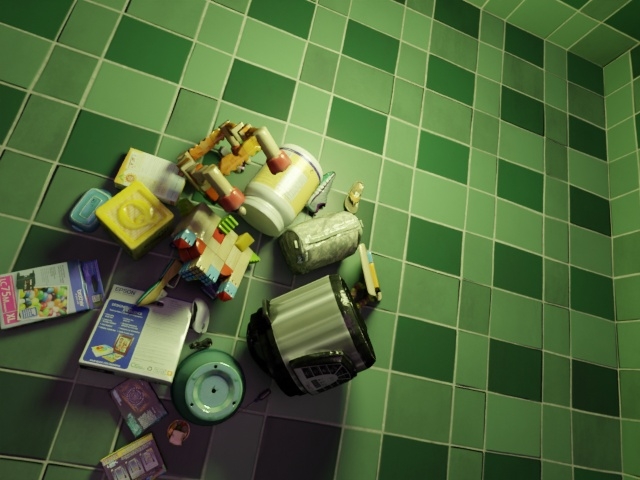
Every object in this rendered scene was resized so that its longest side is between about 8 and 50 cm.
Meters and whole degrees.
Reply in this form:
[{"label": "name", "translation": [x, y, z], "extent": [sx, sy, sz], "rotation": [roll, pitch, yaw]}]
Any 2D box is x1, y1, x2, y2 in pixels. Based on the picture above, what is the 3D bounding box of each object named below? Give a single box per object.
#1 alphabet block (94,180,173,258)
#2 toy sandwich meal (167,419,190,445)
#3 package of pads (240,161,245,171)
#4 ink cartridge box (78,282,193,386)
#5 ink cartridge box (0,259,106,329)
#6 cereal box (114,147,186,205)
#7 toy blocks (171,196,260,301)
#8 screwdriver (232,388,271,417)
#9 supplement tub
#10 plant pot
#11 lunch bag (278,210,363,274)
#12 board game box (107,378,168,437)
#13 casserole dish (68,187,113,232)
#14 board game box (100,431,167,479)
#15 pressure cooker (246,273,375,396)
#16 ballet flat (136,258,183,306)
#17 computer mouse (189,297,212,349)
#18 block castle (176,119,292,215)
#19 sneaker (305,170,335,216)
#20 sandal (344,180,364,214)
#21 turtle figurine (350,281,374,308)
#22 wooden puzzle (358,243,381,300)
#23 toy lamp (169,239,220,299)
[{"label": "alphabet block", "translation": [-0.673, -0.069, 1.538], "extent": [0.192, 0.197, 0.193], "rotation": [44, 66, -3]}, {"label": "toy sandwich meal", "translation": [-0.503, 0.678, 1.479], "extent": [0.085, 0.029, 0.086], "rotation": [5, 74, -18]}, {"label": "package of pads", "translation": [-0.346, -0.345, 1.819], "extent": [0.050, 0.032, 0.083], "rotation": [16, 70, -11]}, {"label": "ink cartridge box", "translation": [-0.638, 0.333, 1.494], "extent": [0.303, 0.072, 0.307], "rotation": [17, 49, -13]}, {"label": "ink cartridge box", "translation": [-0.933, 0.180, 1.456], "extent": [0.311, 0.065, 0.186], "rotation": [-12, 80, -23]}, {"label": "cereal box", "translation": [-0.664, -0.251, 1.664], "extent": [0.240, 0.047, 0.173], "rotation": [19, 60, -13]}, {"label": "toy blocks", "translation": [-0.410, 0.054, 1.535], "extent": [0.381, 0.190, 0.261], "rotation": [50, 37, -30]}, {"label": "screwdriver", "translation": [-0.262, 0.620, 1.591], "extent": [0.170, 0.025, 0.024], "rotation": [-31, 87, -15]}, {"label": "supplement tub", "translation": [-0.165, -0.206, 1.729], "extent": [0.241, 0.241, 0.331], "rotation": [36, 67, -6]}, {"label": "plant pot", "translation": [-0.379, 0.510, 1.448], "extent": [0.271, 0.255, 0.272], "rotation": [5, 73, -17]}, {"label": "lunch bag", "translation": [0.000, 0.000, 1.720], "extent": [0.305, 0.256, 0.213], "rotation": [-19, 82, -22]}, {"label": "board game box", "translation": [-0.637, 0.570, 1.466], "extent": [0.126, 0.026, 0.186], "rotation": [-32, 87, -24]}, {"label": "casserole dish", "translation": [-0.863, -0.120, 1.576], "extent": [0.114, 0.037, 0.188], "rotation": [31, 67, -9]}, {"label": "board game box", "translation": [-0.624, 0.755, 1.407], "extent": [0.170, 0.048, 0.141], "rotation": [-23, 81, -23]}, {"label": "pressure cooker", "translation": [-0.046, 0.358, 1.524], "extent": [0.420, 0.375, 0.370], "rotation": [-23, 81, 4]}, {"label": "ballet flat", "translation": [-0.581, 0.166, 1.552], "extent": [0.073, 0.080, 0.232], "rotation": [44, 50, -19]}, {"label": "computer mouse", "translation": [-0.447, 0.310, 1.573], "extent": [0.106, 0.042, 0.193], "rotation": [21, 59, -58]}, {"label": "block castle", "translation": [-0.331, -0.273, 1.569], "extent": [0.303, 0.453, 0.213], "rotation": [-41, 124, -13]}, {"label": "sneaker", "translation": [0.007, -0.213, 1.895], "extent": [0.224, 0.083, 0.098], "rotation": [-50, 118, -21]}, {"label": "sandal", "translation": [0.163, -0.207, 1.947], "extent": [0.072, 0.049, 0.180], "rotation": [26, 68, -11]}, {"label": "turtle figurine", "translation": [0.133, 0.295, 1.777], "extent": [0.269, 0.087, 0.217], "rotation": [45, 58, 7]}, {"label": "wooden puzzle", "translation": [0.221, 0.138, 1.780], "extent": [0.044, 0.238, 0.221], "rotation": [-14, 74, 13]}, {"label": "toy lamp", "translation": [-0.475, 0.106, 1.624], "extent": [0.080, 0.080, 0.275], "rotation": [-35, 89, -24]}]
